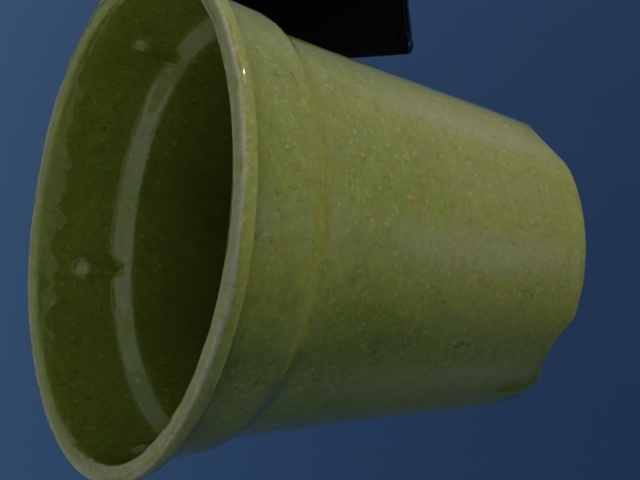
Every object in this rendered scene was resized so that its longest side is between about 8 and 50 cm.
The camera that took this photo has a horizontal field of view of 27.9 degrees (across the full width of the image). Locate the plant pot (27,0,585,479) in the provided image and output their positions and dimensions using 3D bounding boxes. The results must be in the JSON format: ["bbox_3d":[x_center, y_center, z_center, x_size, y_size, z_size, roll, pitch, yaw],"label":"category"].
[{"bbox_3d":[0.000,0.000,0.740,0.276,0.254,0.276,-16,-108,57],"label":"plant pot"}]

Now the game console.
[{"bbox_3d":[-0.005,-0.141,1.307,0.044,0.213,0.361,-66,150,-59],"label":"game console"}]
